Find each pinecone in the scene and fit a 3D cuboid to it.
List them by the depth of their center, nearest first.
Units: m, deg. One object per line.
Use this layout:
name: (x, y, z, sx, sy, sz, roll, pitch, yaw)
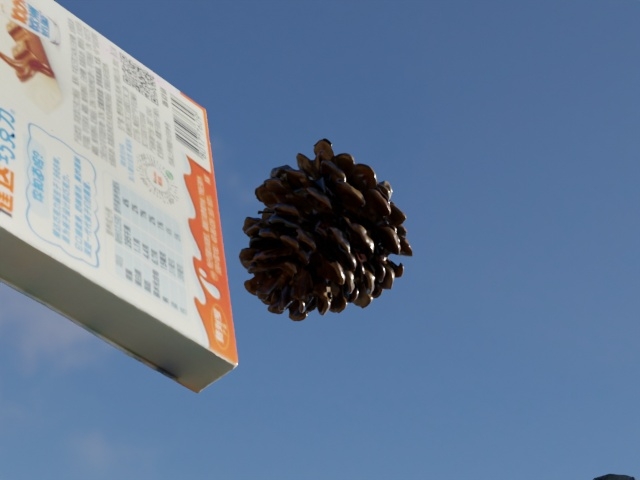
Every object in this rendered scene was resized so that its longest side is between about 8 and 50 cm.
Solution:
pinecone: (0.000, 0.000, 1.454, 0.173, 0.173, 0.173, 20, -26, 10)

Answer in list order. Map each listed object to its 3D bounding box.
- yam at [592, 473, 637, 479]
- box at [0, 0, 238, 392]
yam: (0.124, 0.186, 0.588, 0.029, 0.027, 0.234, -11, -62, 4)
box: (-0.173, -0.059, 1.082, 0.048, 0.273, 0.265, -35, -50, 24)
